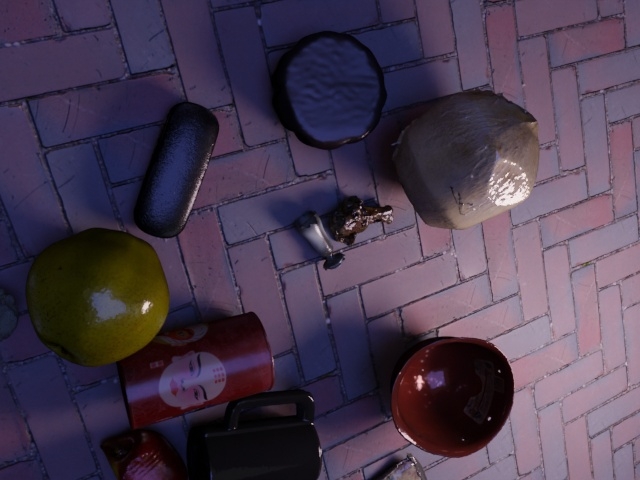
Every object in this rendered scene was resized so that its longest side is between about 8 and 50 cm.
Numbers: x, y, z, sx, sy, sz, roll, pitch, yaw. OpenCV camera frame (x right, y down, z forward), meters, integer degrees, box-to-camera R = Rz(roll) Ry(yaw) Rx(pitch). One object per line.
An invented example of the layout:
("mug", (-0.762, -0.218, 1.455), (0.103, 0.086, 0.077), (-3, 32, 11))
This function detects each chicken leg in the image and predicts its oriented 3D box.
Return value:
("chicken leg", (0.106, -0.064, 1.621), (0.196, 0.080, 0.125), (-31, 121, -24))

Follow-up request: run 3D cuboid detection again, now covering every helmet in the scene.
("helmet", (0.334, 0.411, 1.723), (0.385, 0.230, 0.337), (5, 96, -17))

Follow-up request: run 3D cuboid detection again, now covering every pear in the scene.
("pear", (-0.468, 0.119, 1.272), (0.295, 0.294, 0.294), (-5, 102, -24))

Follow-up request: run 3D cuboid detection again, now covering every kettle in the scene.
("kettle", (-0.172, 0.528, 1.548), (0.308, 0.203, 0.262), (-1, 74, -28))

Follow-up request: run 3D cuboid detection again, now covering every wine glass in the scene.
("wine glass", (0.000, 0.000, 1.582), (0.072, 0.072, 0.155), (-40, 114, -13))

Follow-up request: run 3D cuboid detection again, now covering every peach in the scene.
("peach", (-0.401, 0.586, 1.460), (0.159, 0.154, 0.267), (-25, 108, -20))

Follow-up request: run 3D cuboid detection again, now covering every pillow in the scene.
("pillow", (0.207, 0.761, 1.825), (0.255, 0.059, 0.169), (-31, 111, -15))

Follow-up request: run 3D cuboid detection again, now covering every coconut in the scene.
("coconut", (0.385, -0.213, 1.549), (0.360, 0.346, 0.346), (-28, 115, 20))

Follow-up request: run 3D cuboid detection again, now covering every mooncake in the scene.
("mooncake", (0.018, -0.363, 1.483), (0.283, 0.141, 0.282), (-1, 95, -17))

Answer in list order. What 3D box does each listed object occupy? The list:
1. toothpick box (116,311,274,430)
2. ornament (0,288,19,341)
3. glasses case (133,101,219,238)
("toothpick box", (-0.299, 0.302, 1.427), (0.334, 0.204, 0.204), (-12, 104, -22))
("ornament", (-0.751, 0.109, 1.225), (0.285, 0.130, 0.120), (41, 69, -25))
("glasses case", (-0.333, -0.161, 1.391), (0.122, 0.082, 0.320), (19, 90, -28))
